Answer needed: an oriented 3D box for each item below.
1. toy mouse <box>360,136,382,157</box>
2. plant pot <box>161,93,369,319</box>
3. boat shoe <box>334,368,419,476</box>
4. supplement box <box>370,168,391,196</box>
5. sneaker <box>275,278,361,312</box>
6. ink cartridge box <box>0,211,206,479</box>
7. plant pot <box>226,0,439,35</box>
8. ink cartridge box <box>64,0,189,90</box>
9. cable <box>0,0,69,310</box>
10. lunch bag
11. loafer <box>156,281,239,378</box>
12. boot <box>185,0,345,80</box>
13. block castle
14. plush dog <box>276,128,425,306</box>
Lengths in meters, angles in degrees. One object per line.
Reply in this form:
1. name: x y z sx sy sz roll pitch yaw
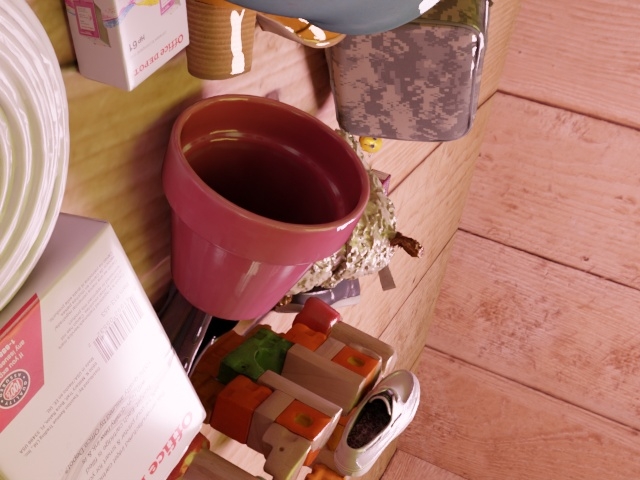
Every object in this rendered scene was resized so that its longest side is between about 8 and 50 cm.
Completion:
1. toy mouse: 0.108 -0.226 1.343 0.143 0.031 0.161 -70 163 0
2. plant pot: -0.073 -0.021 0.784 0.201 0.201 0.180 -50 169 -48
3. boat shoe: 0.078 0.224 0.985 0.184 0.066 0.063 -37 150 -39
4. supplement box: 0.098 -0.092 1.440 0.083 0.043 0.055 -48 152 -49
5. sneaker: -0.008 0.059 1.268 0.222 0.083 0.118 -7 94 -61
6. ink cartridge box: -0.203 0.120 0.587 0.172 0.100 0.237 -56 144 -38
7. plant pot: -0.009 -0.265 0.487 0.255 0.272 0.271 18 92 -65
8. ink cartridge box: -0.148 -0.190 0.574 0.088 0.052 0.122 -55 158 -41
9. cable: -0.238 -0.041 0.400 0.257 0.089 0.257 -39 145 -59
10. lunch bag: 0.125 -0.314 1.032 0.305 0.213 0.255 72 23 -66
11. loafer: -0.134 0.097 0.853 0.302 0.095 0.109 -54 159 -44
12. boot: -0.033 -0.292 0.723 0.295 0.104 0.211 -43 149 -48
13. block castle: -0.092 0.280 1.014 0.453 0.213 0.303 -34 145 -59
14. plush dog: 0.000 0.000 1.055 0.225 0.211 0.262 -18 131 -39
